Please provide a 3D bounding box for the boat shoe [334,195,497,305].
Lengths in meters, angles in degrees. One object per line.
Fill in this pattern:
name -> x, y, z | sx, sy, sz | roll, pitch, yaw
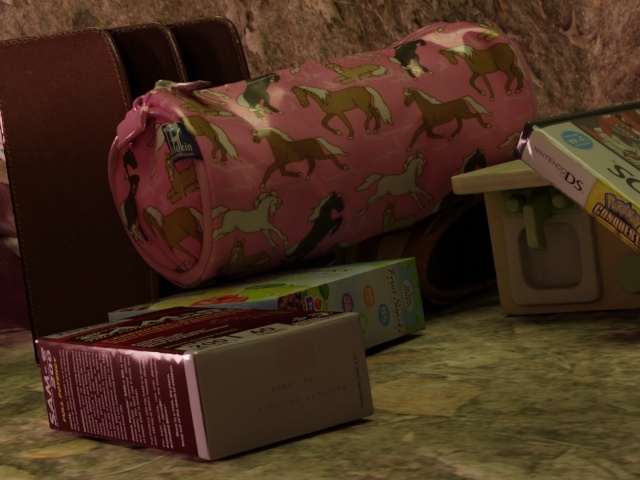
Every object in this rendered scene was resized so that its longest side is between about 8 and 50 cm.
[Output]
boat shoe -> 0.150, 0.000, 1.689 | 0.120, 0.123, 0.324 | 4, 20, 40

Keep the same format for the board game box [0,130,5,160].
board game box -> -0.195, -0.063, 1.948 | 0.224, 0.097, 0.303 | -3, -38, 46

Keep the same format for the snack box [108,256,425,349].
snack box -> -0.041, 0.065, 1.434 | 0.174, 0.070, 0.207 | -6, 4, 34

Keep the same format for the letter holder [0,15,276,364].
letter holder -> -0.167, -0.053, 1.648 | 0.214, 0.302, 0.152 | -7, 5, 12

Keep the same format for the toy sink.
toy sink -> 0.236, -0.011, 1.501 | 0.152, 0.131, 0.234 | -6, 5, 32

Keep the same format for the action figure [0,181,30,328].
action figure -> -0.382, -0.014, 1.792 | 0.275, 0.248, 0.370 | 20, -15, 30

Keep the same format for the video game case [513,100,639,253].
video game case -> 0.323, -0.030, 1.330 | 0.275, 0.035, 0.248 | -13, 43, -42

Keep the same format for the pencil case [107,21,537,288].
pencil case -> 0.012, -0.084, 1.535 | 0.386, 0.167, 0.160 | -16, 38, -32

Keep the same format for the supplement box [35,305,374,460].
supplement box -> -0.085, 0.092, 1.192 | 0.130, 0.073, 0.239 | -12, 5, -33

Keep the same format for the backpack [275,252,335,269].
backpack -> 0.008, -0.017, 1.791 | 0.166, 0.144, 0.188 | -40, -14, 18
